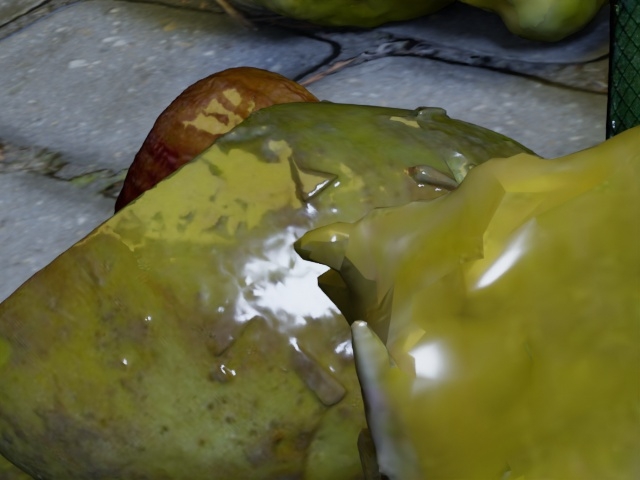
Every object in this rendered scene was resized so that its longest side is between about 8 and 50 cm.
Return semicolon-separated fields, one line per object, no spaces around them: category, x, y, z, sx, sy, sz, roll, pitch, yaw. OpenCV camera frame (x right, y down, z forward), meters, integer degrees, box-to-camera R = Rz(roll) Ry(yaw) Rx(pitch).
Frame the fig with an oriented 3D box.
fig;0.000;0.000;1.013;0.201;0.134;0.146;26;2;2

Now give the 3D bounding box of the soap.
soap;0.105;0.049;0.596;0.169;0.339;0.304;-9;29;7

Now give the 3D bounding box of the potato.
potato;-0.018;0.030;0.877;0.298;0.176;0.141;-12;-18;-12

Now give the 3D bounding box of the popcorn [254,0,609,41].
popcorn;0.060;-0.276;1.330;0.334;0.292;0.293;0;12;39

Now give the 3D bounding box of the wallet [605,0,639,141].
wallet;0.195;-0.013;0.826;0.160;0.236;0.055;1;-5;29
